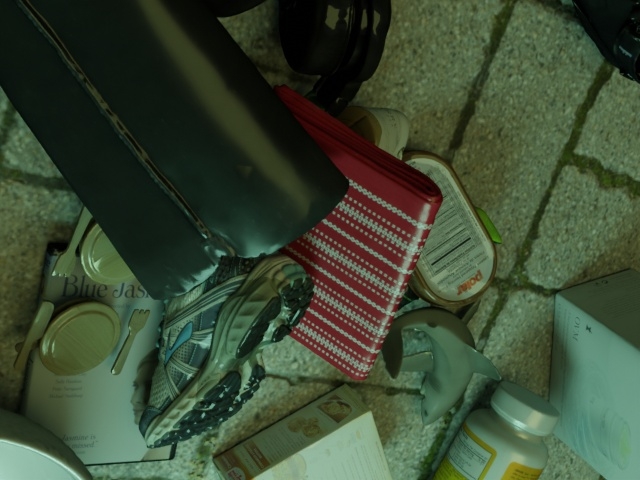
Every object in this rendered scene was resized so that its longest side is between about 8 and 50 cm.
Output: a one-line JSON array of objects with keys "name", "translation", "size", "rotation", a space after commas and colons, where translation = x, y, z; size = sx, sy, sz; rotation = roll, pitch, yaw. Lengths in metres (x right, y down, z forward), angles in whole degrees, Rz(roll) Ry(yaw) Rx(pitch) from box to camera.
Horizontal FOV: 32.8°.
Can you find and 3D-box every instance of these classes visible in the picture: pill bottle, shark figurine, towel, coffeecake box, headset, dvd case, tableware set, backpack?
[{"name": "pill bottle", "translation": [0.221, 0.292, 1.407], "size": [0.117, 0.117, 0.208], "rotation": [20, 102, -35]}, {"name": "shark figurine", "translation": [0.150, 0.130, 1.256], "size": [0.166, 0.116, 0.278], "rotation": [-51, 147, -4]}, {"name": "towel", "translation": [0.000, 0.000, 1.053], "size": [0.031, 0.199, 0.275], "rotation": [-42, 159, -41]}, {"name": "coffeecake box", "translation": [-0.016, 0.281, 1.297], "size": [0.185, 0.068, 0.142], "rotation": [-28, 124, -16]}, {"name": "headset", "translation": [-0.036, -0.258, 1.012], "size": [0.243, 0.185, 0.394], "rotation": [27, 113, -33]}, {"name": "dvd case", "translation": [-0.214, 0.124, 1.138], "size": [0.180, 0.022, 0.253], "rotation": [3, 111, -30]}, {"name": "tableware set", "translation": [-0.220, 0.044, 1.059], "size": [0.128, 0.039, 0.194], "rotation": [11, 113, -45]}, {"name": "backpack", "translation": [0.357, -0.254, 1.208], "size": [0.115, 0.152, 0.182], "rotation": [-40, 139, 4]}]

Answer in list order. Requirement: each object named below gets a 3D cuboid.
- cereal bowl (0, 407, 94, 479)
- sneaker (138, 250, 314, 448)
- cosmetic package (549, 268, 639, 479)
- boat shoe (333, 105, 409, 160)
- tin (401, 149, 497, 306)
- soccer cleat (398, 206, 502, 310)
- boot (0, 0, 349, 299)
[{"name": "cereal bowl", "translation": [-0.376, 0.293, 1.049], "size": [0.339, 0.141, 0.339], "rotation": [-11, 118, -21]}, {"name": "sneaker", "translation": [-0.114, 0.098, 1.115], "size": [0.110, 0.122, 0.283], "rotation": [-8, 141, -52]}, {"name": "cosmetic package", "translation": [0.416, 0.193, 1.403], "size": [0.138, 0.225, 0.224], "rotation": [-15, 119, -23]}, {"name": "boat shoe", "translation": [0.026, -0.015, 1.150], "size": [0.096, 0.098, 0.277], "rotation": [-11, 136, -46]}, {"name": "tin", "translation": [0.125, -0.012, 1.213], "size": [0.106, 0.040, 0.189], "rotation": [-33, 102, -11]}, {"name": "soccer cleat", "translation": [0.136, 0.037, 1.263], "size": [0.179, 0.060, 0.072], "rotation": [-44, 98, -6]}, {"name": "boot", "translation": [-0.111, -0.185, 0.839], "size": [0.445, 0.367, 0.146], "rotation": [58, 35, -21]}]
